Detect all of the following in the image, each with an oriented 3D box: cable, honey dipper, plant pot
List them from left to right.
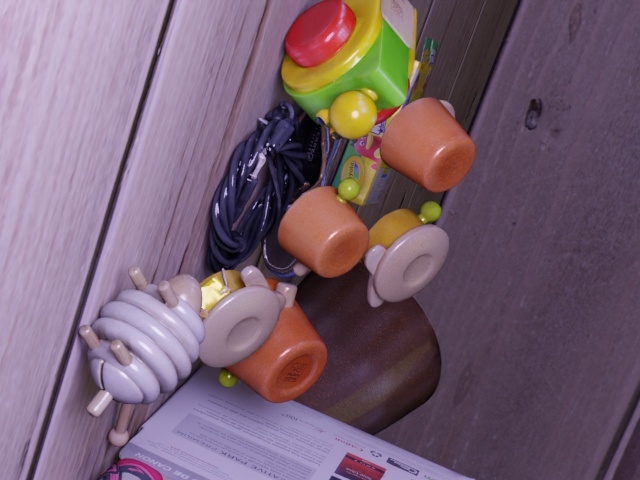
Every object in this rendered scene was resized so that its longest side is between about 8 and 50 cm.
[{"bbox_3d":[-0.159,0.119,1.385,0.030,0.030,0.160,-57,171,-49],"label":"honey dipper"},{"bbox_3d":[-0.059,-0.034,1.524,0.184,0.047,0.150,100,16,-60],"label":"cable"},{"bbox_3d":[-0.008,0.169,1.959,0.230,0.215,0.215,-37,153,-43],"label":"plant pot"}]

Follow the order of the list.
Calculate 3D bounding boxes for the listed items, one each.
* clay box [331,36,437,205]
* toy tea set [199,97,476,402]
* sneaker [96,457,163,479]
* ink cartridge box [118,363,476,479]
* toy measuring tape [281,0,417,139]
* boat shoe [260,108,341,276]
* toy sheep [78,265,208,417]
[{"bbox_3d":[0.082,-0.155,2.066,0.127,0.053,0.222,-14,125,-79],"label":"clay box"},{"bbox_3d":[0.000,0.000,1.503,0.336,0.124,0.200,-39,145,-9],"label":"toy tea set"},{"bbox_3d":[-0.174,0.314,1.482,0.299,0.121,0.112,102,12,-50],"label":"sneaker"},{"bbox_3d":[-0.034,0.269,1.585,0.272,0.309,0.130,-41,153,-70],"label":"ink cartridge box"},{"bbox_3d":[0.027,-0.200,1.520,0.330,0.121,0.121,-84,-173,-47],"label":"toy measuring tape"},{"bbox_3d":[-0.028,-0.052,1.645,0.066,0.066,0.183,-8,111,-75],"label":"boat shoe"},{"bbox_3d":[-0.134,0.077,1.237,0.132,0.091,0.091,-49,165,-21],"label":"toy sheep"}]
